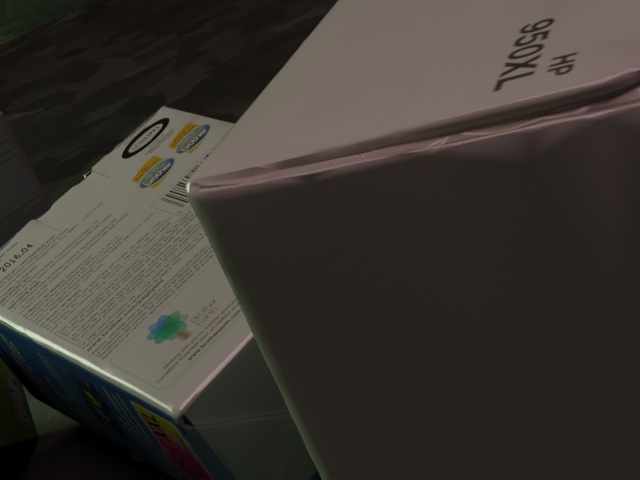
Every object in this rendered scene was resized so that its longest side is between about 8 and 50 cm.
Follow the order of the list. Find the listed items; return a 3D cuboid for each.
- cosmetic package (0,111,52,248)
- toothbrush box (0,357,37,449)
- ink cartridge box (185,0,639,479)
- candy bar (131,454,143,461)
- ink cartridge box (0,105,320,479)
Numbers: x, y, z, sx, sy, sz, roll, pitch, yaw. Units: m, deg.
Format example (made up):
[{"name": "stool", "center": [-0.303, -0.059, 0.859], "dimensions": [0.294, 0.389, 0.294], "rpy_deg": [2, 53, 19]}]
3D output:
[{"name": "cosmetic package", "center": [-0.359, -0.020, 1.326], "dimensions": [0.107, 0.238, 0.127], "rpy_deg": [-35, 24, -31]}, {"name": "toothbrush box", "center": [-0.394, 0.155, 0.992], "dimensions": [0.206, 0.122, 0.283], "rpy_deg": [-20, -4, 8]}, {"name": "ink cartridge box", "center": [0.133, 0.061, 0.531], "dimensions": [0.166, 0.395, 0.285], "rpy_deg": [-10, 27, 25]}, {"name": "candy bar", "center": [-0.112, 0.139, 1.046], "dimensions": [0.040, 0.018, 0.161], "rpy_deg": [-7, 28, 33]}, {"name": "ink cartridge box", "center": [-0.113, 0.036, 1.003], "dimensions": [0.395, 0.151, 0.270], "rpy_deg": [19, 55, 44]}]
